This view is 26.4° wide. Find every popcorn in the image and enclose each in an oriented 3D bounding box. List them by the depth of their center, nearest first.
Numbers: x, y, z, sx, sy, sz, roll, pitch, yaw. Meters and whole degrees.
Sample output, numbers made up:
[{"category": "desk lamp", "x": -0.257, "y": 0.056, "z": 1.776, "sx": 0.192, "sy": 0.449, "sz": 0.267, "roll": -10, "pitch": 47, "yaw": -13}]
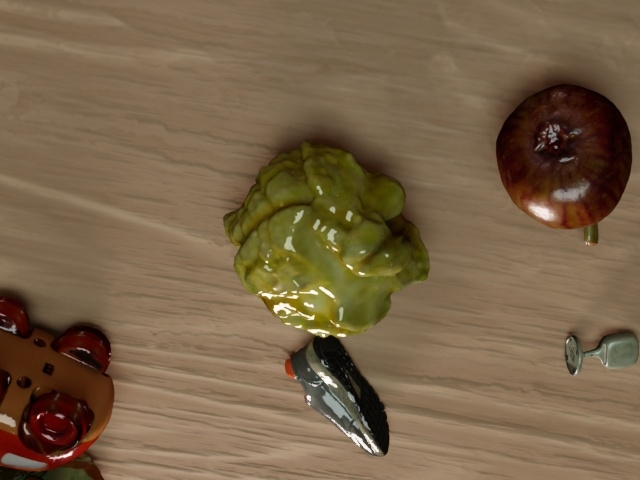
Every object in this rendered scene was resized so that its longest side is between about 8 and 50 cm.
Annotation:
[{"category": "popcorn", "x": 0.000, "y": 0.000, "z": 1.694, "sx": 0.255, "sy": 0.195, "sz": 0.256, "roll": -4, "pitch": 113, "yaw": 15}]

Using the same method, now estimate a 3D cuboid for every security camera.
[{"category": "security camera", "x": 0.376, "y": 0.148, "z": 1.812, "sx": 0.092, "sy": 0.058, "sz": 0.058, "roll": -3, "pitch": 114, "yaw": -9}]

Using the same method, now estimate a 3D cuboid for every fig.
[{"category": "fig", "x": 0.304, "y": -0.093, "z": 1.668, "sx": 0.175, "sy": 0.207, "sz": 0.175, "roll": -4, "pitch": 81, "yaw": 22}]

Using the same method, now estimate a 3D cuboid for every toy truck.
[{"category": "toy truck", "x": -0.419, "y": 0.222, "z": 1.815, "sx": 0.265, "sy": 0.189, "sz": 0.239, "roll": 22, "pitch": 124, "yaw": -8}]

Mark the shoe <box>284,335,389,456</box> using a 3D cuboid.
[{"category": "shoe", "x": 0.024, "y": 0.216, "z": 1.848, "sx": 0.077, "sy": 0.074, "sz": 0.194, "roll": -24, "pitch": 108, "yaw": 25}]

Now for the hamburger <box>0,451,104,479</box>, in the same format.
[{"category": "hamburger", "x": -0.417, "y": 0.374, "z": 1.865, "sx": 0.235, "sy": 0.214, "sz": 0.125, "roll": -3, "pitch": 102, "yaw": 10}]
